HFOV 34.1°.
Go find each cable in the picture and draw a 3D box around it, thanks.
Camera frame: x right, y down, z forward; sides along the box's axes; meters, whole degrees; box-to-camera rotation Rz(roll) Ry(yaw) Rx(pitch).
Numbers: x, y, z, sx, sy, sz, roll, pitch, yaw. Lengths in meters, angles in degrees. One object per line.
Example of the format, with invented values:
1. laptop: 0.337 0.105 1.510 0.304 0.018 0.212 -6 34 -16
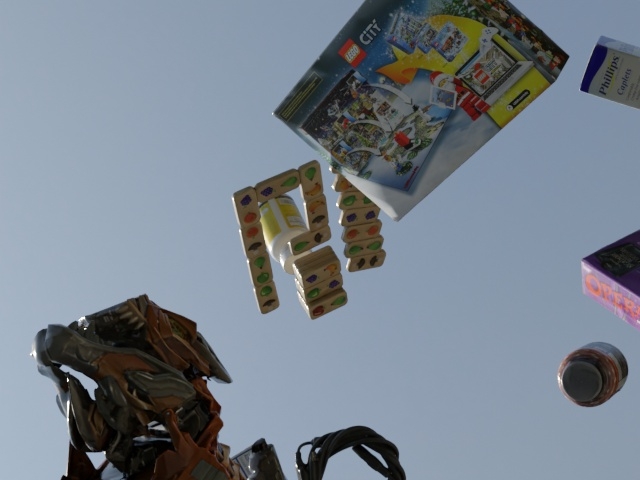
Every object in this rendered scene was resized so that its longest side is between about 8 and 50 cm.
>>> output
1. cable: 0.048 0.353 1.447 0.150 0.047 0.184 -14 -101 6

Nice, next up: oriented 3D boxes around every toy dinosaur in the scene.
1. toy dinosaur: -0.052 0.186 0.410 0.164 0.322 0.218 -43 -15 31

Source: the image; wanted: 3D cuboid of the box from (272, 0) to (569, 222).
1. box: 0.080 -0.135 0.918 0.159 0.233 0.044 42 -134 -5

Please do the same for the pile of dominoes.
1. pile of dominoes: 0.000 0.000 1.347 0.196 0.040 0.251 -24 -40 -13

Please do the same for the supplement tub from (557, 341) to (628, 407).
1. supplement tub: 0.483 0.240 1.863 0.198 0.106 0.106 0 -71 -65

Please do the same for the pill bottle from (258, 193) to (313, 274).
1. pill bottle: -0.049 -0.008 1.491 0.065 0.116 0.065 -14 -42 -13

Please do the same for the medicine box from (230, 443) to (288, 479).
1. medicine box: -0.136 0.499 1.583 0.289 0.263 0.149 -30 -48 -10

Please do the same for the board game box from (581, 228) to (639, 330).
1. board game box: 0.409 0.064 0.861 0.208 0.347 0.056 -28 -54 -16

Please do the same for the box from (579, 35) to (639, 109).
1. box: 0.456 -0.239 1.514 0.126 0.137 0.072 -42 -30 -66
